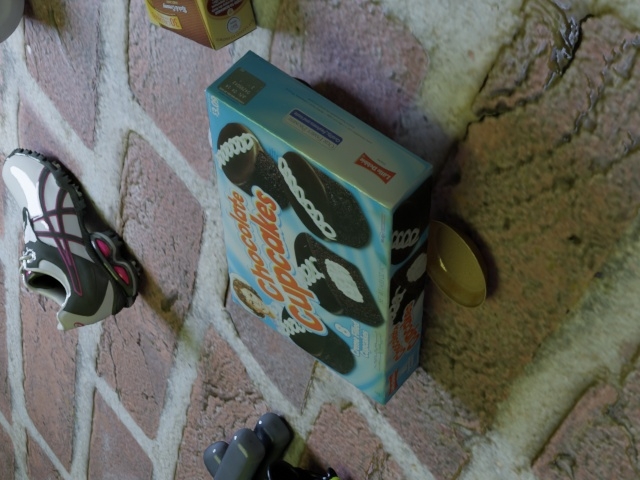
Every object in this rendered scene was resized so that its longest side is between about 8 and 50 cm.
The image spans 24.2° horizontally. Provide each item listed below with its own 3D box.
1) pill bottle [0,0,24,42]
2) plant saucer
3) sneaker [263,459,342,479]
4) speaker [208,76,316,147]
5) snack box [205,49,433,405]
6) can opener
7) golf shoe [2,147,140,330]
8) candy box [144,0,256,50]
[{"bbox_3d":[-0.436,-0.295,1.747,0.193,0.108,0.108,26,140,49],"label":"pill bottle"},{"bbox_3d":[0.111,0.017,1.212,0.083,0.015,0.083,43,151,31],"label":"plant saucer"},{"bbox_3d":[-0.039,0.294,1.721,0.234,0.084,0.097,-10,105,47],"label":"sneaker"},{"bbox_3d":[-0.051,-0.106,1.323,0.055,0.055,0.136,61,154,-6],"label":"speaker"},{"bbox_3d":[0.000,0.000,1.270,0.187,0.060,0.322,34,154,21],"label":"snack box"},{"bbox_3d":[-0.105,0.274,1.826,0.093,0.074,0.280,53,154,11],"label":"can opener"},{"bbox_3d":[-0.344,-0.007,1.894,0.273,0.120,0.105,48,155,23],"label":"golf shoe"},{"bbox_3d":[-0.123,-0.265,1.278,0.109,0.053,0.187,28,143,46],"label":"candy box"}]
